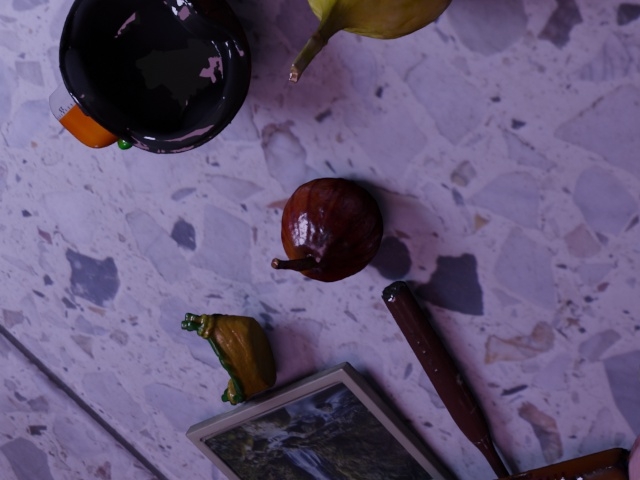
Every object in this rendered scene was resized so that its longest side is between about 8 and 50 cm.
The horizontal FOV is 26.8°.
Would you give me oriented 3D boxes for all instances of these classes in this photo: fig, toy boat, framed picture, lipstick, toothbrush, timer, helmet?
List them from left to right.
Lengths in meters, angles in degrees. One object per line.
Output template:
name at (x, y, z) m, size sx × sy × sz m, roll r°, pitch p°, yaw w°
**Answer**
timer at (-0.250, -0.163, 1.606) m, size 0.136 × 0.099 × 0.136 m, roll 17°, pitch 142°, yaw 14°
helmet at (-0.175, -0.202, 1.468) m, size 0.189 × 0.193 × 0.216 m, roll -39°, pitch 94°, yaw 11°
toy boat at (-0.114, 0.157, 1.756) m, size 0.088 × 0.089 × 0.229 m, roll -6°, pitch 145°, yaw 11°
framed picture at (-0.006, 0.296, 1.843) m, size 0.324 × 0.020 × 0.240 m, roll -26°, pitch 114°, yaw 38°
fig at (0.008, -0.013, 1.559) m, size 0.128 × 0.150 × 0.128 m, roll 0°, pitch 89°, yaw 13°
fig at (0.034, -0.241, 1.301) m, size 0.159 × 0.257 × 0.159 m, roll 22°, pitch 146°, yaw 16°
toothbrush at (0.173, 0.199, 1.678) m, size 0.041 × 0.041 × 0.364 m, roll -15°, pitch 116°, yaw 35°
lipstick at (0.215, 0.332, 1.689) m, size 0.418 × 0.077 × 0.077 m, roll -19°, pitch 113°, yaw 23°

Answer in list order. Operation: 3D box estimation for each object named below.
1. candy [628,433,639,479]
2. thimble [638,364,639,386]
candy at (0.462, 0.271, 1.500) m, size 0.255 × 0.094 × 0.255 m, roll 2°, pitch 136°, yaw 2°
thimble at (0.433, 0.114, 1.369) m, size 0.219 × 0.219 × 0.150 m, roll 13°, pitch 127°, yaw 19°
